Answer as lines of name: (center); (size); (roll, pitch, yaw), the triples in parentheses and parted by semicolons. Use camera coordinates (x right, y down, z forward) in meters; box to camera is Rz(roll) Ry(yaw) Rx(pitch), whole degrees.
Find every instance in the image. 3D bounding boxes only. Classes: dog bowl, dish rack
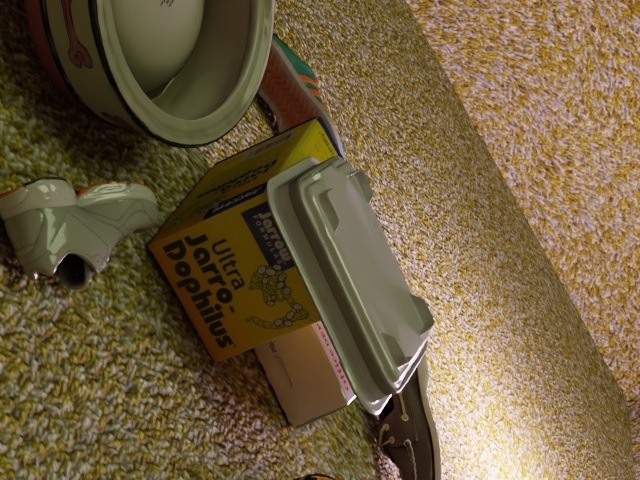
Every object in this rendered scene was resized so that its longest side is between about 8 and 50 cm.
dog bowl: (-0.224, -0.326, 1.759); (0.408, 0.150, 0.408); (-15, 107, -59)
dish rack: (0.055, 0.041, 1.785); (0.333, 0.072, 0.285); (64, 20, -5)

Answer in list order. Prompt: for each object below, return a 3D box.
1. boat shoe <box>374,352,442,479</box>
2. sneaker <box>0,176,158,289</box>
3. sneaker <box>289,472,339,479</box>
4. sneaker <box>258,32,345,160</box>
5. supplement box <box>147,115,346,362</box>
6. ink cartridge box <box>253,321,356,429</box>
boat shoe: (0.136, 0.306, 2.224); (0.116, 0.097, 0.324); (109, -21, -54)
sneaker: (-0.274, -0.002, 1.558); (0.262, 0.099, 0.121); (-3, 77, -61)
sneaker: (0.003, 0.360, 1.839); (0.215, 0.083, 0.084); (20, 47, -65)
sneaker: (-0.035, -0.247, 2.410); (0.302, 0.108, 0.121); (61, 24, -9)
supplement box: (-0.071, -0.011, 1.912); (0.194, 0.195, 0.356); (62, 19, -14)
ink cartridge box: (-0.002, 0.161, 2.029); (0.172, 0.100, 0.237); (64, 19, -2)
